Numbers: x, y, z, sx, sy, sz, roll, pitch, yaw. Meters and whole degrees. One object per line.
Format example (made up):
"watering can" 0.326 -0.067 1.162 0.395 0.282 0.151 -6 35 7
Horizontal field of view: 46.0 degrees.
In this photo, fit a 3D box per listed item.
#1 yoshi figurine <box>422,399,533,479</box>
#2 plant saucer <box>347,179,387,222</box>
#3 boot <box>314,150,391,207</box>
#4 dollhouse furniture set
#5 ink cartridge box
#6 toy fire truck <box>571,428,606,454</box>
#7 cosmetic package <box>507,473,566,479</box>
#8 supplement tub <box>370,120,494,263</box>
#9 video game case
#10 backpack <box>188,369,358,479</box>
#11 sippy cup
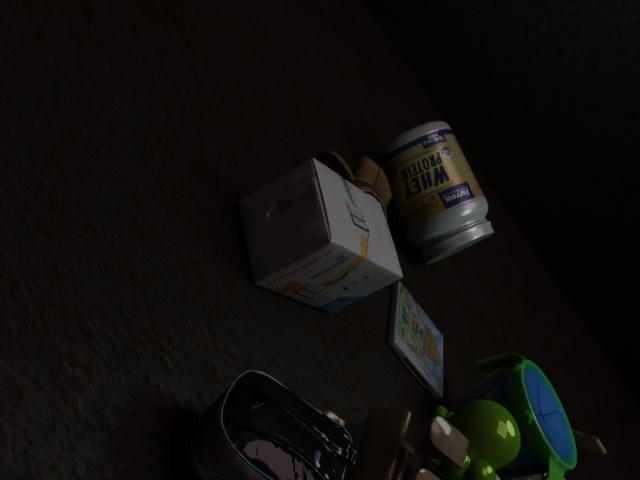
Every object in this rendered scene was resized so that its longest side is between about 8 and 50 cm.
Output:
"yoshi figurine" 0.249 0.366 1.223 0.362 0.203 0.203 80 2 -63
"plant saucer" 0.079 -0.041 1.568 0.168 0.029 0.168 -5 98 -34
"boot" 0.074 -0.132 1.715 0.236 0.089 0.269 67 23 -20
"dollhouse furniture set" 0.047 0.333 1.032 0.161 0.212 0.242 44 55 -33
"ink cartridge box" 0.000 0.000 1.324 0.232 0.171 0.168 27 41 -50
"toy fire truck" 0.500 0.437 1.735 0.217 0.246 0.158 46 29 -31
"cosmetic package" 0.517 0.623 1.715 0.296 0.129 0.153 43 32 -34
"supplement tub" 0.287 -0.119 1.929 0.228 0.228 0.316 -7 70 -64
"video game case" 0.216 0.221 1.683 0.193 0.023 0.212 51 27 -23
"backpack" -0.069 0.265 0.937 0.188 0.144 0.166 45 31 -11
"sippy cup" 0.376 0.395 1.568 0.240 0.224 0.305 60 24 -2
